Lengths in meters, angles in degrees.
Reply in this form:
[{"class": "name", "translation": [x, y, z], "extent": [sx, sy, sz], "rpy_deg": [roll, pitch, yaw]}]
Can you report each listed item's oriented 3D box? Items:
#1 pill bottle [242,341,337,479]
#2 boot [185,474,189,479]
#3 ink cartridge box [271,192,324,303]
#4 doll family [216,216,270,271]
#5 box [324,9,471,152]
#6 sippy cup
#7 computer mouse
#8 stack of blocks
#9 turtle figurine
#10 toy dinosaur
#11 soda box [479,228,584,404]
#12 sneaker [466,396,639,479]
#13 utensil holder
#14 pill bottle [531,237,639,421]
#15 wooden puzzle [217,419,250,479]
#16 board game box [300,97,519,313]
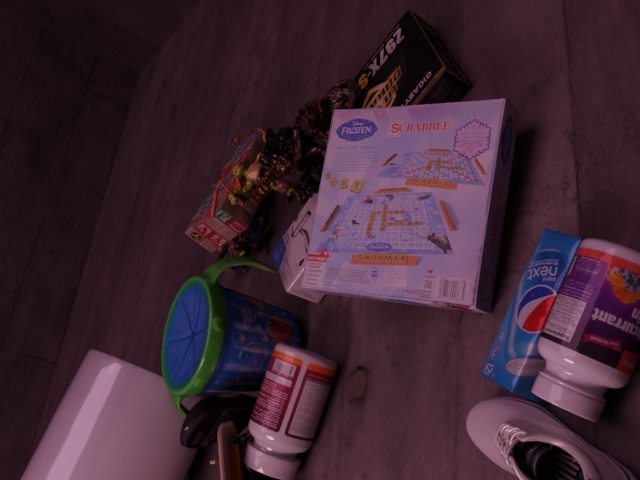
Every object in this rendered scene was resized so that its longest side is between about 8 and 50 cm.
[{"class": "pill bottle", "translation": [-0.058, 0.305, 1.281], "extent": [0.121, 0.121, 0.221], "rpy_deg": [8, 77, 60]}, {"class": "boot", "translation": [-0.356, 0.571, 1.645], "extent": [0.158, 0.059, 0.085], "rpy_deg": [-58, 35, 12]}, {"class": "ink cartridge box", "translation": [0.000, 0.000, 1.441], "extent": [0.203, 0.085, 0.148], "rpy_deg": [-56, 31, 20]}, {"class": "doll family", "translation": [-0.196, 0.017, 1.758], "extent": [0.193, 0.076, 0.111], "rpy_deg": [-52, 17, 29]}, {"class": "box", "translation": [0.133, -0.266, 1.426], "extent": [0.322, 0.079, 0.257], "rpy_deg": [-49, 32, 28]}, {"class": "sippy cup", "translation": [-0.170, 0.204, 1.417], "extent": [0.305, 0.224, 0.240], "rpy_deg": [-52, 37, 33]}, {"class": "computer mouse", "translation": [-0.186, 0.351, 1.335], "extent": [0.060, 0.262, 0.184], "rpy_deg": [43, 114, 30]}, {"class": "stack of blocks", "translation": [-0.214, -0.131, 1.807], "extent": [0.171, 0.087, 0.297], "rpy_deg": [-30, 31, 45]}, {"class": "turtle figurine", "translation": [-0.127, -0.140, 1.655], "extent": [0.217, 0.087, 0.270], "rpy_deg": [11, 58, 22]}, {"class": "toy dinosaur", "translation": [-0.031, -0.184, 1.457], "extent": [0.218, 0.164, 0.322], "rpy_deg": [-75, 6, -59]}, {"class": "soda box", "translation": [0.290, 0.097, 0.914], "extent": [0.067, 0.071, 0.210], "rpy_deg": [23, 89, 61]}, {"class": "sneaker", "translation": [0.254, 0.245, 0.845], "extent": [0.258, 0.091, 0.094], "rpy_deg": [14, 82, 60]}, {"class": "utensil holder", "translation": [-0.441, 0.464, 1.512], "extent": [0.327, 0.327, 0.386], "rpy_deg": [-6, 58, 57]}, {"class": "pill bottle", "translation": [0.319, 0.104, 0.824], "extent": [0.108, 0.108, 0.194], "rpy_deg": [23, 89, 61]}, {"class": "wooden puzzle", "translation": [-0.144, 0.471, 1.267], "extent": [0.221, 0.044, 0.239], "rpy_deg": [84, -179, -52]}, {"class": "board game box", "translation": [0.137, -0.059, 1.138], "extent": [0.318, 0.066, 0.318], "rpy_deg": [5, 80, 36]}]
